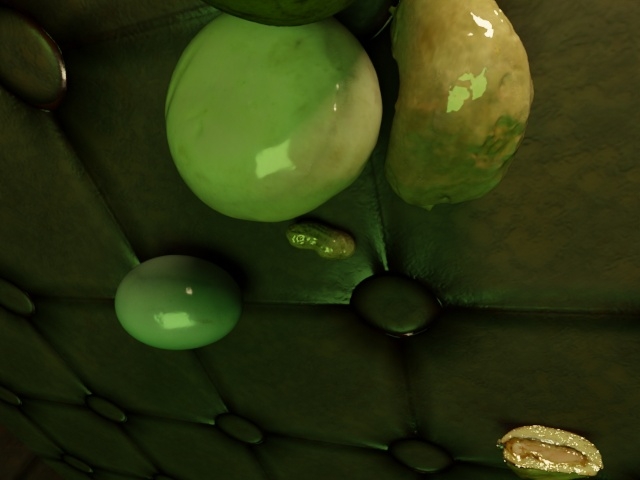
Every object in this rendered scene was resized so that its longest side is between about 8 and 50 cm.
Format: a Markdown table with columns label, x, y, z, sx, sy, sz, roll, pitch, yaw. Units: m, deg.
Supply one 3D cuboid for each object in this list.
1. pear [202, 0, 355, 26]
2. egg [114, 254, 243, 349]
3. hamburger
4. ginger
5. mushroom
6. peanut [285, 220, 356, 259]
| label | x | y | z | sx | sy | sz | roll | pitch | yaw |
| --- | --- | --- | --- | --- | --- | --- | --- | --- | --- |
| pear | -0.031 | -0.285 | 0.272 | 0.253 | 0.307 | 0.252 | 5 | 130 | 5 |
| egg | -0.251 | 0.110 | 0.732 | 0.231 | 0.168 | 0.167 | 3 | 127 | 11 |
| hamburger | 0.432 | 0.418 | 0.793 | 0.176 | 0.087 | 0.102 | -4 | 137 | 12 |
| ginger | 0.141 | -0.135 | 0.437 | 0.138 | 0.152 | 0.267 | -11 | 121 | -9 |
| mushroom | -0.052 | -0.135 | 0.472 | 0.246 | 0.202 | 0.245 | -3 | 81 | 17 |
| peanut | 0.000 | 0.000 | 0.638 | 0.113 | 0.053 | 0.053 | 18 | 130 | 1 |
